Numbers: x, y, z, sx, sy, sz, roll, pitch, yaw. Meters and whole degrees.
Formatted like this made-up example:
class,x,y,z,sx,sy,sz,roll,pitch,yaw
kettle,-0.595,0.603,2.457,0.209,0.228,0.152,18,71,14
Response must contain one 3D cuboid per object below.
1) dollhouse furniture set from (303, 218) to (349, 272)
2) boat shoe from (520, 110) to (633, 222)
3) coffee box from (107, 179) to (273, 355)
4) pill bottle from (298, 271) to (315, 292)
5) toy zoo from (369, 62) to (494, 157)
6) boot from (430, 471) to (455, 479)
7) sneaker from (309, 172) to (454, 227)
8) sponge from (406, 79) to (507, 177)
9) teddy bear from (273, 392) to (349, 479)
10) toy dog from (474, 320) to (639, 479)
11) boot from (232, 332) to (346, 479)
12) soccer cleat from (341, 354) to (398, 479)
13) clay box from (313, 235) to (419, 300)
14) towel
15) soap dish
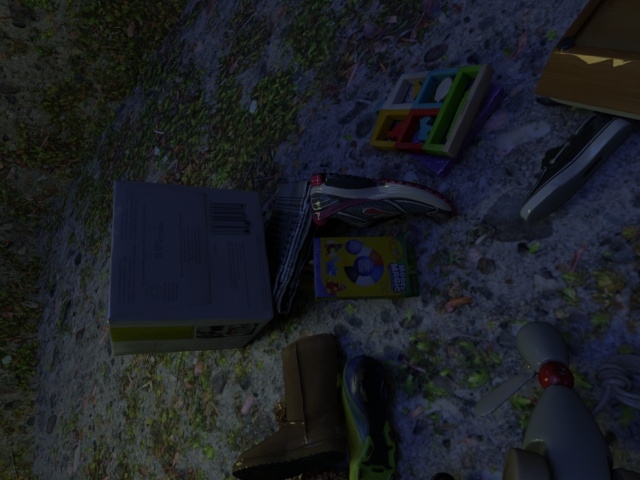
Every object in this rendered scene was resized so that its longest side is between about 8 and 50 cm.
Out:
class,x,y,z,sx,sy,sz,roll,pitch,yaw
dollhouse furniture set,0.000,0.000,0.991,0.144,0.123,0.151,-16,67,37
boat shoe,0.419,-0.126,0.705,0.219,0.078,0.070,-47,52,10
coffee box,-0.341,0.086,1.045,0.334,0.338,0.337,130,136,-55
pill bottle,-0.015,0.108,1.025,0.083,0.043,0.043,14,86,43
toy zoo,0.220,-0.289,0.919,0.293,0.030,0.192,24,90,55
boot,0.272,0.459,0.579,0.229,0.091,0.262,-50,39,42
sneaker,0.127,-0.076,0.864,0.299,0.121,0.111,7,101,9
sponge,0.285,-0.251,0.885,0.210,0.031,0.117,-56,48,14
teddy bear,-0.038,0.492,0.901,0.245,0.113,0.337,-26,53,25
toy dog,0.324,0.276,0.564,0.220,0.334,0.160,23,126,30
boot,-0.064,0.347,0.871,0.236,0.089,0.269,-14,38,4
soccer cleat,0.091,0.383,0.838,0.121,0.094,0.289,151,121,-67
clay box,0.097,0.057,0.851,0.222,0.053,0.127,-2,73,-3
towel,-0.097,-0.004,1.045,0.324,0.056,0.312,22,92,67
soap dish,0.518,-0.298,0.610,0.229,0.118,0.291,-52,47,-2
